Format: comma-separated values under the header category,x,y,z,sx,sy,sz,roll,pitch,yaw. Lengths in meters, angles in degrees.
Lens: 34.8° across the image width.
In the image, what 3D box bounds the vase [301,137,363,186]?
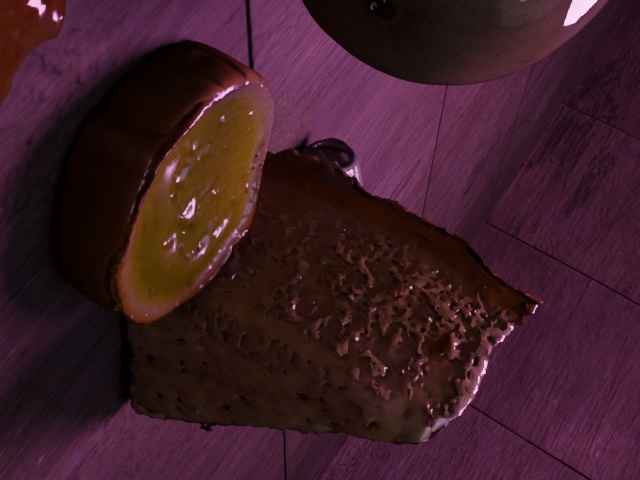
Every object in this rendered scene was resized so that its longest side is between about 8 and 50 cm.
category,x,y,z,sx,sy,sz,roll,pitch,yaw
vase,0.000,0.000,1.198,0.128,0.128,0.248,-45,149,-47

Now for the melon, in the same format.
category,x,y,z,sx,sy,sz,roll,pitch,yaw
melon,0.110,-0.268,0.755,0.330,0.268,0.268,-58,166,-32

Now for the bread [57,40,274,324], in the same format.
category,x,y,z,sx,sy,sz,roll,pitch,yaw
bread,-0.116,-0.042,0.810,0.236,0.070,0.236,-55,164,-25

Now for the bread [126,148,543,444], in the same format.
category,x,y,z,sx,sy,sz,roll,pitch,yaw
bread,-0.007,0.100,1.007,0.248,0.315,0.279,-47,168,-39

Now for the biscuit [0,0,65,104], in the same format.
category,x,y,z,sx,sy,sz,roll,pitch,yaw
biscuit,-0.211,-0.139,0.313,0.394,0.076,0.368,-29,146,-59
